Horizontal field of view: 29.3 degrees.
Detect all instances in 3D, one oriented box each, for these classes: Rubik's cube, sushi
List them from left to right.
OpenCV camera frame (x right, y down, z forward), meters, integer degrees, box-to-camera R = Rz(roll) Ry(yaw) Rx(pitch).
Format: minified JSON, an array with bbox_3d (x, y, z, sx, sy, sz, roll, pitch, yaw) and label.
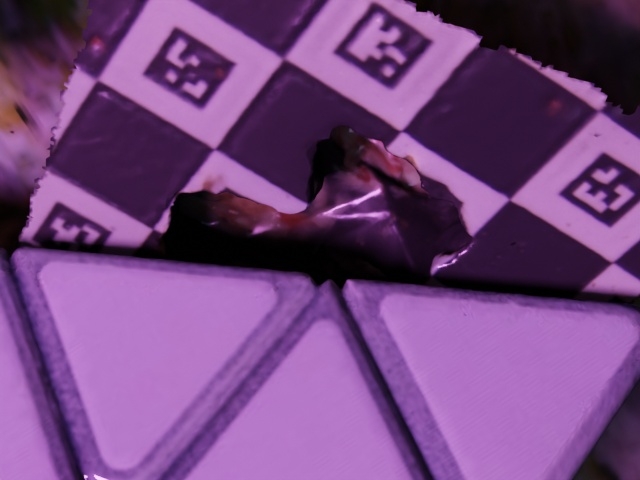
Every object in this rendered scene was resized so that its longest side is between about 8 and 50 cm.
[{"bbox_3d":[-0.058,0.121,0.397,0.228,0.229,0.233,1,97,-41],"label":"Rubik's cube"},{"bbox_3d":[0.000,0.000,0.407,0.193,0.040,0.210,23,130,-10],"label":"sushi"}]
